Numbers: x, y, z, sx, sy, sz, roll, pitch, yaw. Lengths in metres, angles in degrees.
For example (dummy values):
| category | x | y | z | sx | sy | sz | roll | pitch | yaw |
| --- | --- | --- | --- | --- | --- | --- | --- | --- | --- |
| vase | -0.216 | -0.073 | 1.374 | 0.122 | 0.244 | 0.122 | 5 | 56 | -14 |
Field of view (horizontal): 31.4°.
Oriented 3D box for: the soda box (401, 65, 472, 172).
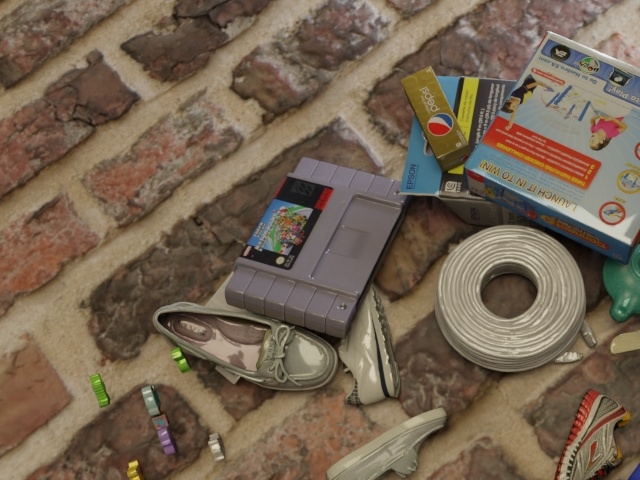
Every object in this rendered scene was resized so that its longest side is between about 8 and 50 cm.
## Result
| category | x | y | z | sx | sy | sz | roll | pitch | yaw |
| --- | --- | --- | --- | --- | --- | --- | --- | --- | --- |
| soda box | 0.204 | -0.214 | 2.008 | 0.061 | 0.058 | 0.181 | -24 | 61 | 6 |

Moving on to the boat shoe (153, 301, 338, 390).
| category | x | y | z | sx | sy | sz | roll | pitch | yaw |
| --- | --- | --- | --- | --- | --- | --- | --- | --- | --- |
| boat shoe | -0.129 | 0.178 | 1.943 | 0.320 | 0.103 | 0.118 | 19 | 85 | 7 |

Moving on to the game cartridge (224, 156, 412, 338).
| category | x | y | z | sx | sy | sz | roll | pitch | yaw |
| --- | --- | --- | --- | --- | --- | --- | --- | --- | --- |
| game cartridge | 0.000 | 0.000 | 2.000 | 0.230 | 0.068 | 0.355 | 18 | 49 | 12 |

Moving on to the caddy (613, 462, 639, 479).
| category | x | y | z | sx | sy | sz | roll | pitch | yaw |
| --- | --- | --- | --- | --- | --- | --- | --- | --- | --- |
| caddy | 0.592 | 0.425 | 1.680 | 0.341 | 0.241 | 0.179 | 28 | 68 | 21 |

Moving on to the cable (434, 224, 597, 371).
| category | x | y | z | sx | sy | sz | roll | pitch | yaw |
| --- | --- | --- | --- | --- | --- | --- | --- | --- | --- |
| cable | 0.323 | 0.099 | 1.949 | 0.257 | 0.089 | 0.257 | -14 | 65 | 4 |

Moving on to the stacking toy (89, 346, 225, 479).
| category | x | y | z | sx | sy | sz | roll | pitch | yaw |
| --- | --- | --- | --- | --- | --- | --- | --- | --- | --- |
| stacking toy | -0.275 | 0.304 | 1.933 | 0.167 | 0.052 | 0.221 | -20 | 101 | 1 |

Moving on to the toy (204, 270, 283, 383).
| category | x | y | z | sx | sy | sz | roll | pitch | yaw |
| --- | --- | --- | --- | --- | --- | --- | --- | --- | --- |
| toy | -0.124 | 0.126 | 2.038 | 0.137 | 0.056 | 0.237 | 38 | 83 | 18 |

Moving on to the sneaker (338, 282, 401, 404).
| category | x | y | z | sx | sy | sz | roll | pitch | yaw |
| --- | --- | --- | --- | --- | --- | --- | --- | --- | --- |
| sneaker | 0.072 | 0.168 | 1.972 | 0.095 | 0.090 | 0.235 | -16 | 62 | 15 |

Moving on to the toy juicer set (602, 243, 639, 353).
| category | x | y | z | sx | sy | sz | roll | pitch | yaw |
| --- | --- | --- | --- | --- | --- | --- | --- | --- | --- |
| toy juicer set | 0.582 | 0.069 | 1.924 | 0.209 | 0.089 | 0.329 | 9 | 60 | 0 |

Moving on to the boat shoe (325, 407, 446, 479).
| category | x | y | z | sx | sy | sz | roll | pitch | yaw |
| --- | --- | --- | --- | --- | --- | --- | --- | --- | --- |
| boat shoe | 0.121 | 0.360 | 1.887 | 0.227 | 0.079 | 0.081 | -32 | 74 | 1 |

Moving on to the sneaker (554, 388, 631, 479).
| category | x | y | z | sx | sy | sz | roll | pitch | yaw |
| --- | --- | --- | --- | --- | --- | --- | --- | --- | --- |
| sneaker | 0.432 | 0.351 | 1.822 | 0.093 | 0.088 | 0.225 | 20 | 72 | 16 |

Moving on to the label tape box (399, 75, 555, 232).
| category | x | y | z | sx | sy | sz | roll | pitch | yaw |
| --- | --- | --- | --- | --- | --- | --- | --- | --- | --- |
| label tape box | 0.338 | -0.155 | 2.047 | 0.348 | 0.115 | 0.249 | 6 | 68 | 16 |

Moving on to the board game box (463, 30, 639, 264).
| category | x | y | z | sx | sy | sz | roll | pitch | yaw |
| --- | --- | --- | --- | --- | --- | --- | --- | --- | --- |
| board game box | 0.448 | -0.161 | 1.917 | 0.308 | 0.086 | 0.302 | 28 | 74 | 20 |
